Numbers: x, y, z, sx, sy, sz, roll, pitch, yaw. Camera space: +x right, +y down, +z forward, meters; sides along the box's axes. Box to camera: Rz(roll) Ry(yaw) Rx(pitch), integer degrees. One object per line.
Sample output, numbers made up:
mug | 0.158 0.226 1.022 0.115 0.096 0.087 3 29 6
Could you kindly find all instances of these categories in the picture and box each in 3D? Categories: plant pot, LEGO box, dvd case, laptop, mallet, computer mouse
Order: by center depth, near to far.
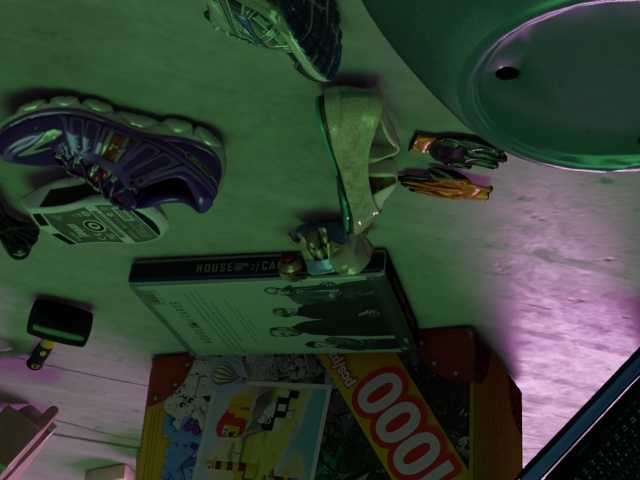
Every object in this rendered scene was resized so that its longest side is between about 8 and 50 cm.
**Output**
plant pot | 0.128 -0.146 0.540 0.290 0.195 0.290 3 153 2
computer mouse | -0.203 -0.026 1.004 0.193 0.042 0.106 -3 148 27
dvd case | -0.038 0.064 1.164 0.238 0.030 0.179 -2 153 14
laptop | 0.298 0.228 1.174 0.264 0.234 0.136 53 162 -15
LEGO box | 0.002 0.365 1.235 0.372 0.500 0.193 -8 151 22
mallet | -0.275 0.108 1.289 0.062 0.039 0.190 13 156 -9

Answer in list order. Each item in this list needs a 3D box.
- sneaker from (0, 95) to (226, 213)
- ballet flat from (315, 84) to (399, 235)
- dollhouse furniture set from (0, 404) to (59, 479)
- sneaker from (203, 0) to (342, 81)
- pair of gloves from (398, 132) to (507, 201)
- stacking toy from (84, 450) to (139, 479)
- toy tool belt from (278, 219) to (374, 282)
sneaker | -0.154 -0.057 0.897 0.169 0.071 0.068 8 153 -6
ballet flat | 0.033 -0.054 0.895 0.052 0.057 0.168 -8 152 4
dollhouse furniture set | -0.484 0.189 1.449 0.303 0.198 0.286 39 124 -1
sneaker | -0.037 -0.142 0.746 0.058 0.052 0.135 -4 146 39
pair of gloves | 0.098 -0.055 0.928 0.074 0.010 0.083 8 150 -4
stacking toy | -0.170 0.397 1.734 0.279 0.130 0.309 23 147 -33
toy tool belt | 0.000 0.000 1.022 0.083 0.052 0.051 -8 120 17
